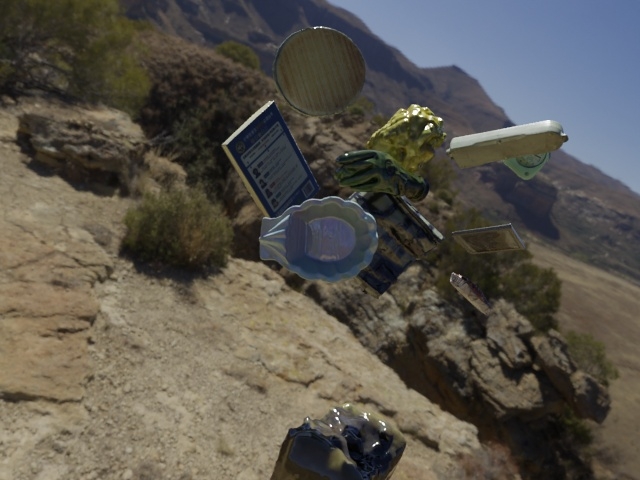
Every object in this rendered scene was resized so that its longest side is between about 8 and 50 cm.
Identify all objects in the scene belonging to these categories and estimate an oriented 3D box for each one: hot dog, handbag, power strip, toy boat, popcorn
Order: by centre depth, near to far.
[{"bbox_3d":[0.000,0.000,1.264,0.290,0.199,0.100,3,-5,16],"label":"toy boat"},{"bbox_3d":[0.454,-0.236,1.307,0.286,0.048,0.080,-6,-36,36],"label":"power strip"},{"bbox_3d":[0.243,-0.283,1.596,0.174,0.286,0.225,43,40,-4],"label":"popcorn"},{"bbox_3d":[0.187,-0.014,1.788,0.327,0.325,0.162,48,0,7],"label":"handbag"},{"bbox_3d":[0.520,0.180,1.831,0.192,0.053,0.099,44,-4,-3],"label":"hot dog"}]

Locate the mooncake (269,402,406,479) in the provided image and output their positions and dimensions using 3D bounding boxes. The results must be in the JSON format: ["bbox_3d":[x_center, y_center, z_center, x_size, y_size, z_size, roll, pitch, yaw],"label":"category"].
[{"bbox_3d":[0.042,0.573,1.354,0.246,0.394,0.393,22,52,22],"label":"mooncake"}]

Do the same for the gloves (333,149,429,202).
[{"bbox_3d":[0.161,-0.169,1.374,0.268,0.107,0.135,10,42,-21],"label":"gloves"}]

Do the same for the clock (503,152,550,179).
[{"bbox_3d":[0.550,-0.233,1.391,0.101,0.135,0.041,44,17,0],"label":"clock"}]

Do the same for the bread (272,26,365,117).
[{"bbox_3d":[-0.004,-0.479,1.521,0.267,0.267,0.040,24,-1,-6],"label":"bread"}]

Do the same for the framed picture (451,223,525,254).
[{"bbox_3d":[0.568,0.001,1.793,0.192,0.018,0.265,-7,-18,29],"label":"framed picture"}]

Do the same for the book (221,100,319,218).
[{"bbox_3d":[-0.176,-0.278,2.060,0.039,0.300,0.428,6,-45,43],"label":"book"}]
